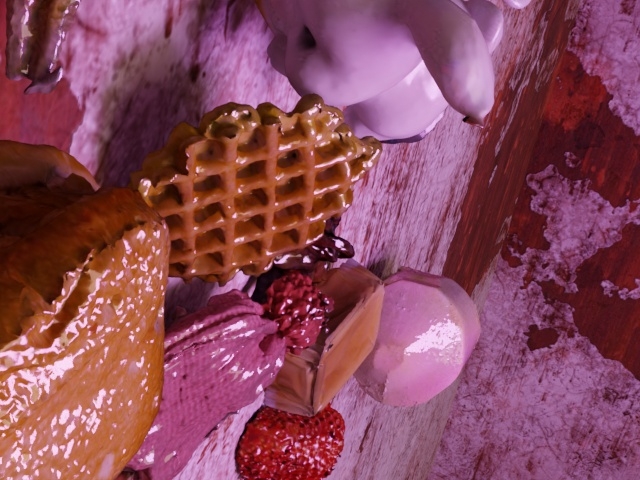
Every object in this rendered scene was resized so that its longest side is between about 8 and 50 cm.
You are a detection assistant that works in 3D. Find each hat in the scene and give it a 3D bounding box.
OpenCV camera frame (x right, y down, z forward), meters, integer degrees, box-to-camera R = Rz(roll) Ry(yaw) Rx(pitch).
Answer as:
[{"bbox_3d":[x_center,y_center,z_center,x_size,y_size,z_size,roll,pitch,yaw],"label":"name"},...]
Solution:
[{"bbox_3d":[-0.111,0.132,1.045,0.286,0.107,0.237,-38,156,-12],"label":"hat"}]

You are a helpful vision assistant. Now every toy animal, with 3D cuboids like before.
[{"bbox_3d":[0.055,-0.192,0.888,0.310,0.247,0.183,43,63,-80],"label":"toy animal"}]

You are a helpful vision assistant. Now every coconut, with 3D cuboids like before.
[{"bbox_3d":[0.151,0.162,1.721,0.245,0.233,0.233,-20,130,-68],"label":"coconut"}]

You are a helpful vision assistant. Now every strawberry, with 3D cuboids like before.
[{"bbox_3d":[-0.033,0.320,1.529,0.188,0.106,0.286,-69,163,-2],"label":"strawberry"}]

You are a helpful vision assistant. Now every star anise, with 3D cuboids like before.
[{"bbox_3d":[0.000,0.000,1.239,0.272,0.102,0.272,22,90,-76],"label":"star anise"}]

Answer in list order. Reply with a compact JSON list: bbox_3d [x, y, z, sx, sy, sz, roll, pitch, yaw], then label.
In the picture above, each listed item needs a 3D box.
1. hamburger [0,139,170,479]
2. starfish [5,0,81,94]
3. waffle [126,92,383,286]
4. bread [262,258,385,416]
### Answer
[{"bbox_3d":[-0.205,0.096,0.613,0.290,0.170,0.314,-46,154,-44],"label":"hamburger"},{"bbox_3d":[-0.059,-0.330,0.556,0.398,0.132,0.384,-28,142,-17],"label":"starfish"},{"bbox_3d":[-0.070,-0.042,0.871,0.243,0.059,0.237,-40,150,25],"label":"waffle"},{"bbox_3d":[0.003,0.134,1.404,0.241,0.107,0.136,-45,149,-53],"label":"bread"}]
